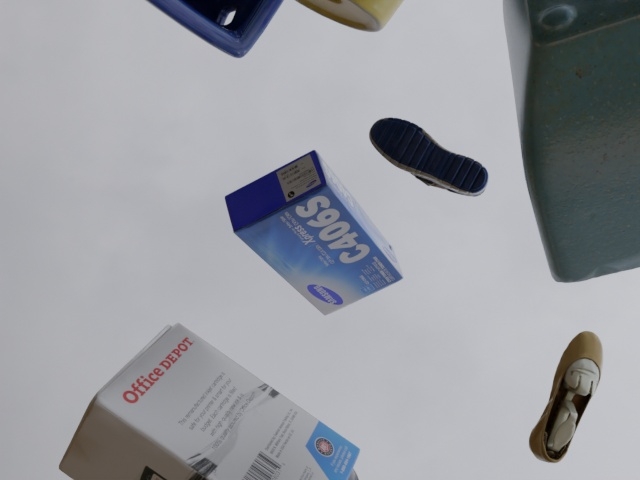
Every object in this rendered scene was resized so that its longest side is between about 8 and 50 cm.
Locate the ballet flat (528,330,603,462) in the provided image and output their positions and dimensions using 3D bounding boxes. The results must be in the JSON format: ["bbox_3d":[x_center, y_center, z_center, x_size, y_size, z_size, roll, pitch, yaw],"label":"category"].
[{"bbox_3d":[0.421,0.265,1.459,0.073,0.080,0.232,-133,-117,-84],"label":"ballet flat"}]

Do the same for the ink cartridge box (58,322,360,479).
[{"bbox_3d":[-0.085,0.179,0.726,0.203,0.148,0.086,34,-65,4],"label":"ink cartridge box"}]

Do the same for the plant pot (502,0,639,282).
[{"bbox_3d":[0.274,-0.151,0.750,0.247,0.252,0.248,-15,-130,22],"label":"plant pot"}]

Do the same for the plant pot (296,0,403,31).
[{"bbox_3d":[0.058,-0.408,1.115,0.254,0.254,0.239,26,-89,50],"label":"plant pot"}]

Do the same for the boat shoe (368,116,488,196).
[{"bbox_3d":[0.150,-0.109,1.246,0.183,0.066,0.066,33,-8,13],"label":"boat shoe"}]

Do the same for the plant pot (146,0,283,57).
[{"bbox_3d":[-0.139,-0.351,0.857,0.236,0.236,0.212,-57,-145,5],"label":"plant pot"}]

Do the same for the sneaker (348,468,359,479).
[{"bbox_3d":[-0.072,0.253,0.995,0.299,0.111,0.121,7,-62,30],"label":"sneaker"}]

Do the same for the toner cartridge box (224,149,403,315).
[{"bbox_3d":[0.000,0.000,1.446,0.165,0.348,0.075,-26,-124,13],"label":"toner cartridge box"}]
